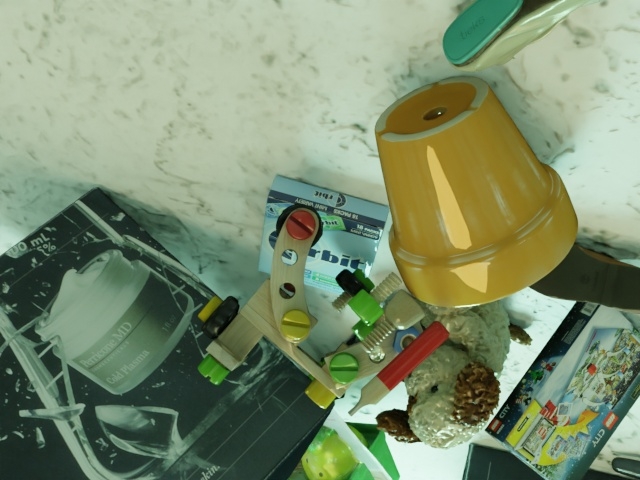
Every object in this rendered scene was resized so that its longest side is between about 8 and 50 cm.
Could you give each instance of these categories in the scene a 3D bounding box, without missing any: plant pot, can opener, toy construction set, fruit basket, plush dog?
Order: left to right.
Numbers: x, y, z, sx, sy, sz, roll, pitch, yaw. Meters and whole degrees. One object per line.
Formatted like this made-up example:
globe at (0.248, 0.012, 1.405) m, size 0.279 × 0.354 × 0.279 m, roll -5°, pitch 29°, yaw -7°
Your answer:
fruit basket at (-0.051, 0.321, 1.650) m, size 0.327 × 0.165 × 0.353 m, roll -7°, pitch 133°, yaw 51°
toy construction set at (-0.010, 0.126, 1.188) m, size 0.257 × 0.237 × 0.309 m, roll 49°, pitch 174°, yaw -23°
plush dog at (0.181, 0.179, 1.368) m, size 0.210 × 0.225 × 0.262 m, roll 27°, pitch 145°, yaw -13°
plant pot at (0.150, -0.064, 1.079) m, size 0.205 × 0.205 × 0.188 m, roll -7°, pitch 124°, yaw 33°
can opener at (0.574, 0.394, 1.653) m, size 0.186 × 0.073 × 0.059 m, roll 17°, pitch 156°, yaw 18°

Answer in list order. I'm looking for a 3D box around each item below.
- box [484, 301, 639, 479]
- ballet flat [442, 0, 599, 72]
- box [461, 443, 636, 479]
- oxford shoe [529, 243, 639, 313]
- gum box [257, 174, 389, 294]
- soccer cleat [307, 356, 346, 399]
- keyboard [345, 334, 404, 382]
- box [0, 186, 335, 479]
box at (0.343, 0.205, 1.340) m, size 0.159 × 0.233 × 0.044 m, roll 40°, pitch 174°, yaw -30°
ballet flat at (0.211, -0.231, 0.913) m, size 0.086 × 0.086 × 0.248 m, roll 31°, pitch 146°, yaw -19°
box at (0.423, 0.571, 1.761) m, size 0.395 × 0.294 × 0.212 m, roll 11°, pitch 146°, yaw 10°
oxford shoe at (0.320, 0.040, 1.254) m, size 0.212 × 0.076 × 0.076 m, roll 21°, pitch -172°, yaw 13°
gum box at (0.000, 0.000, 1.361) m, size 0.156 × 0.041 × 0.184 m, roll 16°, pitch 147°, yaw 3°
soccer cleat at (0.018, 0.238, 1.689) m, size 0.072 × 0.060 × 0.179 m, roll 16°, pitch 154°, yaw -15°
keyboard at (0.129, 0.195, 1.602) m, size 0.180 × 0.023 × 0.108 m, roll 24°, pitch 152°, yaw -10°
box at (-0.324, 0.272, 1.375) m, size 0.471 × 0.480 × 0.297 m, roll 40°, pitch 146°, yaw 11°
